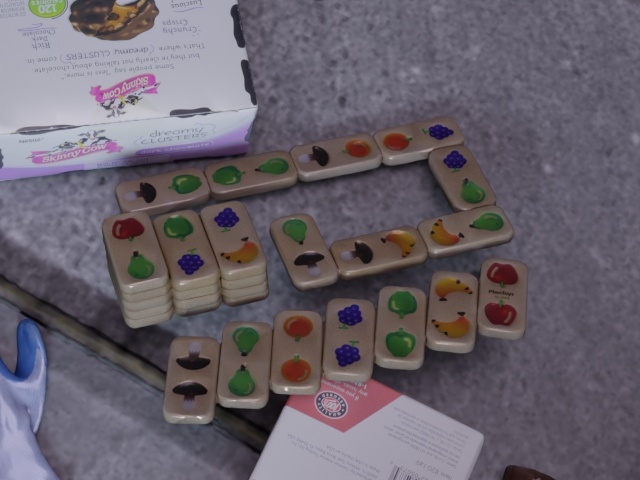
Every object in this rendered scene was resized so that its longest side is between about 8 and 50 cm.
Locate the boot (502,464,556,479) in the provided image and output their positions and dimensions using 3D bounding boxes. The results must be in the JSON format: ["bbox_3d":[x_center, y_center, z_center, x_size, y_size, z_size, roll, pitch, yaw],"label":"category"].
[{"bbox_3d":[0.143,0.198,0.845,0.106,0.037,0.114,27,62,0],"label":"boot"}]

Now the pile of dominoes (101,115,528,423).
[{"bbox_3d":[0.000,0.000,0.857,0.251,0.040,0.196,-13,48,-13],"label":"pile of dominoes"}]

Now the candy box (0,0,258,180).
[{"bbox_3d":[-0.139,-0.146,0.916,0.164,0.070,0.196,-6,69,-12],"label":"candy box"}]

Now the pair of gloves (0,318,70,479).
[{"bbox_3d":[-0.240,0.117,0.820,0.198,0.023,0.159,-29,76,-18],"label":"pair of gloves"}]

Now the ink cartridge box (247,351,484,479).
[{"bbox_3d":[0.001,0.180,0.810,0.115,0.067,0.198,26,65,2],"label":"ink cartridge box"}]
